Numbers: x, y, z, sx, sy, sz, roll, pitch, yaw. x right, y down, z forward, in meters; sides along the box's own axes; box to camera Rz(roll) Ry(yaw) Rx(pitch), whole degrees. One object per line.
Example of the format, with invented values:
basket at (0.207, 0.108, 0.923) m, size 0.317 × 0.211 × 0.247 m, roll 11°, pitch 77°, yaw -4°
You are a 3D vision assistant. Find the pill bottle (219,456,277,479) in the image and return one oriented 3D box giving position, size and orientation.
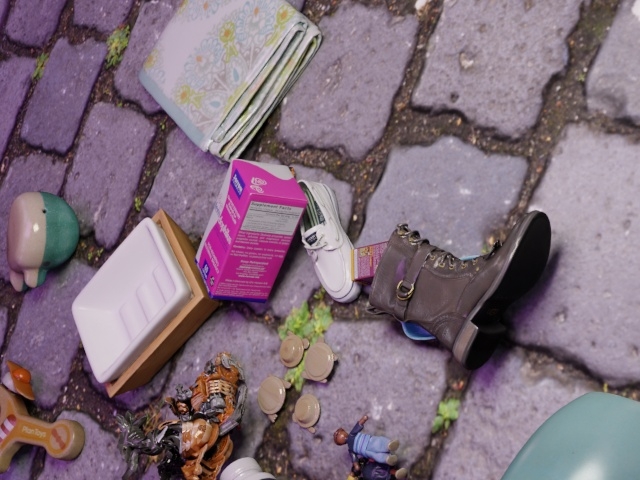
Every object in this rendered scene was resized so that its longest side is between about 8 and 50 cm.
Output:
pill bottle at (-0.094, 0.432, 1.534) m, size 0.094 × 0.094 × 0.169 m, roll -53°, pitch 50°, yaw 15°

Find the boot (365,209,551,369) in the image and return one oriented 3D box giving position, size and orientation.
boot at (0.183, 0.034, 1.373) m, size 0.229 × 0.091 × 0.263 m, roll 37°, pitch 103°, yaw 41°

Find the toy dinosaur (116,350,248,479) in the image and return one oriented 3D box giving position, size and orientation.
toy dinosaur at (-0.222, 0.332, 1.609) m, size 0.218 × 0.164 × 0.322 m, roll -21°, pitch 19°, yaw 30°

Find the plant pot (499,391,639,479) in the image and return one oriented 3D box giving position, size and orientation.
plant pot at (0.338, 0.315, 1.085) m, size 0.293 × 0.293 × 0.235 m, roll 16°, pitch 71°, yaw 42°

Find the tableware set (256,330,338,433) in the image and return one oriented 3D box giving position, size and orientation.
tableware set at (-0.039, 0.232, 1.600) m, size 0.141 × 0.020 × 0.169 m, roll 23°, pitch 93°, yaw 44°

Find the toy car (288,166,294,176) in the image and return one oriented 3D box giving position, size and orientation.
toy car at (-0.089, -0.101, 1.748) m, size 0.122 × 0.060 × 0.040 m, roll -8°, pitch 115°, yaw 56°

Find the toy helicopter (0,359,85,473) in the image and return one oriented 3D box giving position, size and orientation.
toy helicopter at (-0.627, 0.376, 2.016) m, size 0.355 × 0.140 × 0.235 m, roll 5°, pitch 71°, yaw 31°

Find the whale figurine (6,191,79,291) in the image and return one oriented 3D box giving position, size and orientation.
whale figurine at (-0.615, 0.009, 2.112) m, size 0.272 × 0.141 × 0.216 m, roll -54°, pitch 44°, yaw 48°

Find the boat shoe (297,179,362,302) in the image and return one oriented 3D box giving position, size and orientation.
boat shoe at (0.000, 0.000, 1.599) m, size 0.083 × 0.076 × 0.226 m, roll -37°, pitch 56°, yaw 27°

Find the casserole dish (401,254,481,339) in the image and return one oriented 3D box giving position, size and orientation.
casserole dish at (0.198, 0.089, 1.429) m, size 0.188 × 0.037 × 0.114 m, roll -15°, pitch 67°, yaw 38°

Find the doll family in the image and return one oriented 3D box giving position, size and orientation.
doll family at (0.062, 0.362, 1.442) m, size 0.111 × 0.076 × 0.193 m, roll 7°, pitch 76°, yaw 46°

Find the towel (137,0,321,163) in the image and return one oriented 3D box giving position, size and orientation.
towel at (-0.188, -0.360, 1.870) m, size 0.320 × 0.090 × 0.374 m, roll -53°, pitch 50°, yaw 11°

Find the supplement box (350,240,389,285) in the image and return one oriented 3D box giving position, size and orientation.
supplement box at (0.092, 0.036, 1.531) m, size 0.083 × 0.043 × 0.055 m, roll -12°, pitch 69°, yaw 38°

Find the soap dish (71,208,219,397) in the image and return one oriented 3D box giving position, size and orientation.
soap dish at (-0.331, 0.122, 1.818) m, size 0.291 × 0.118 × 0.229 m, roll -46°, pitch 52°, yaw 20°

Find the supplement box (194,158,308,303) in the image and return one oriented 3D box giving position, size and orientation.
supplement box at (-0.120, -0.014, 1.632) m, size 0.220 × 0.114 × 0.111 m, roll -65°, pitch 34°, yaw 27°
